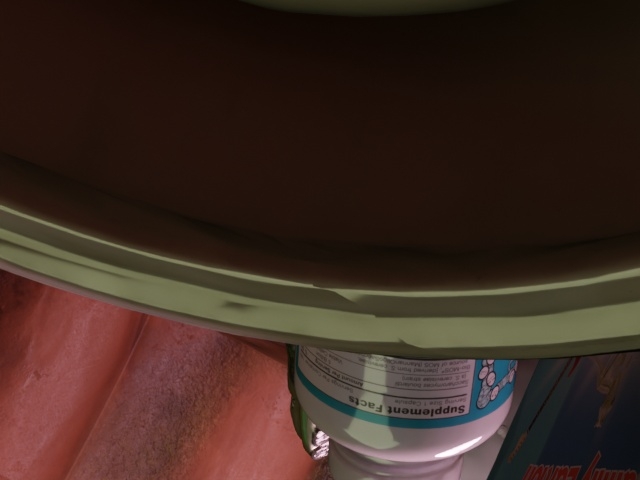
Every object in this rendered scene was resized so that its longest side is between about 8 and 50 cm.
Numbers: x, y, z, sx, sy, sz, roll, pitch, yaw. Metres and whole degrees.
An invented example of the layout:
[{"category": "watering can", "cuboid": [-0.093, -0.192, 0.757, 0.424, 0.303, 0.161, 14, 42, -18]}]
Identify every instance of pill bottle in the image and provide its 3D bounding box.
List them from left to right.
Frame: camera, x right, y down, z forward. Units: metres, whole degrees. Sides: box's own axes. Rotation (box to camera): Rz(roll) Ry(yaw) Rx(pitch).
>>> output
[{"category": "pill bottle", "cuboid": [0.058, 0.037, 0.852, 0.146, 0.264, 0.146, 3, -153, -2]}]

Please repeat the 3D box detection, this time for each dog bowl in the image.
[{"category": "dog bowl", "cuboid": [-0.007, -0.131, 0.292, 0.408, 0.150, 0.408, 10, 151, 6]}]

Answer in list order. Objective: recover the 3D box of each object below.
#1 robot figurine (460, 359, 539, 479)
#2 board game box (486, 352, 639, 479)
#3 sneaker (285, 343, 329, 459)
[{"category": "robot figurine", "cuboid": [0.197, 0.156, 1.054, 0.200, 0.300, 0.353, -19, -178, 25]}, {"category": "board game box", "cuboid": [0.156, 0.035, 0.483, 0.079, 0.336, 0.254, 27, 168, -4]}, {"category": "sneaker", "cuboid": [-0.001, 0.006, 1.055, 0.182, 0.158, 0.410, 43, 150, 36]}]
